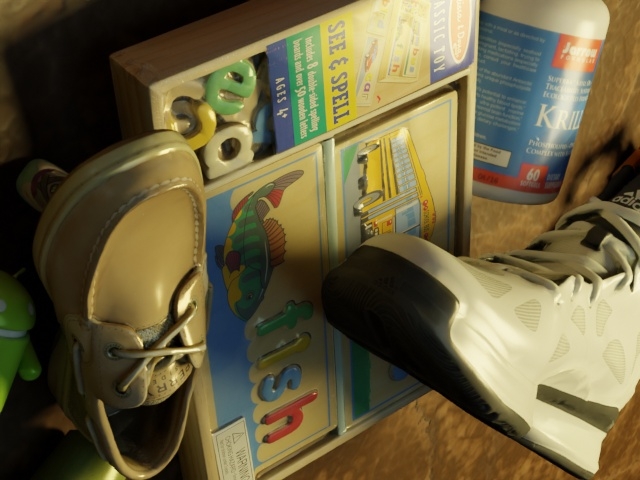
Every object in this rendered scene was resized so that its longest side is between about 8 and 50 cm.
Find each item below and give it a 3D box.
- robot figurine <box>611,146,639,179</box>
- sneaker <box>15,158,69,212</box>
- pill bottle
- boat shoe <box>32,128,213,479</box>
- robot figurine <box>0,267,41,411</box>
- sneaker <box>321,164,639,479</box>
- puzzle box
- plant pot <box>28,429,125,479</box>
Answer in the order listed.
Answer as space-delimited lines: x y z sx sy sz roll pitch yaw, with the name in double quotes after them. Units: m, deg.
0.322 0.023 1.374 0.291 0.085 0.211 -53 142 -11 "robot figurine"
-0.145 -0.012 0.824 0.098 0.069 0.038 34 85 -52 "sneaker"
0.165 -0.150 1.058 0.124 0.124 0.221 -7 117 -47 "pill bottle"
-0.109 0.051 0.786 0.109 0.098 0.302 -23 153 -27 "boat shoe"
-0.217 0.066 0.788 0.101 0.067 0.115 13 101 -62 "robot figurine"
0.171 0.018 0.996 0.257 0.169 0.447 -58 149 -2 "sneaker"
0.000 0.000 0.962 0.272 0.052 0.409 -27 134 -26 "puzzle box"
-0.175 0.179 0.905 0.079 0.083 0.083 -62 144 -21 "plant pot"
